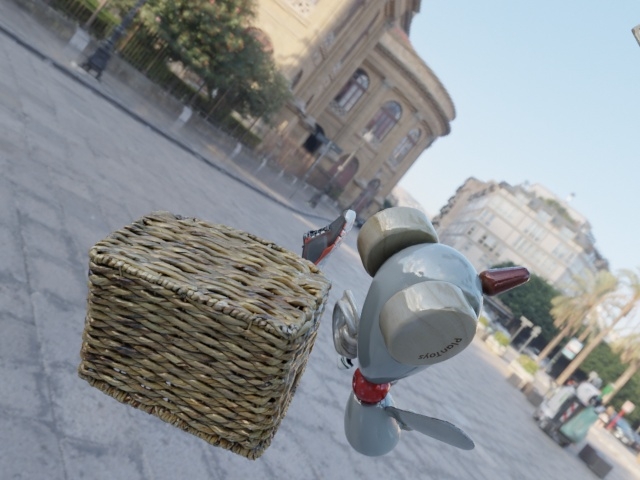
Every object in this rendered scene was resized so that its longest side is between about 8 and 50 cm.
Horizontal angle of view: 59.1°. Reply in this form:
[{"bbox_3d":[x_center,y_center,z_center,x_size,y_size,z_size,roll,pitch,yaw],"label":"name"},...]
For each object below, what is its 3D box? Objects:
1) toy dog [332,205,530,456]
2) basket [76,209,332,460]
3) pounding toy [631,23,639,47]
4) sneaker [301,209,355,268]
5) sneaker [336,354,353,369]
[{"bbox_3d":[0.116,0.112,0.614,0.333,0.161,0.220,102,-15,-61],"label":"toy dog"},{"bbox_3d":[-0.157,0.115,0.801,0.299,0.223,0.213,20,26,9],"label":"basket"},{"bbox_3d":[0.542,-0.252,0.717,0.094,0.206,0.181,25,48,-40],"label":"pounding toy"},{"bbox_3d":[0.000,0.000,0.995,0.065,0.158,0.061,39,24,6],"label":"sneaker"},{"bbox_3d":[0.054,0.231,1.193,0.037,0.083,0.032,-13,-9,37],"label":"sneaker"}]
